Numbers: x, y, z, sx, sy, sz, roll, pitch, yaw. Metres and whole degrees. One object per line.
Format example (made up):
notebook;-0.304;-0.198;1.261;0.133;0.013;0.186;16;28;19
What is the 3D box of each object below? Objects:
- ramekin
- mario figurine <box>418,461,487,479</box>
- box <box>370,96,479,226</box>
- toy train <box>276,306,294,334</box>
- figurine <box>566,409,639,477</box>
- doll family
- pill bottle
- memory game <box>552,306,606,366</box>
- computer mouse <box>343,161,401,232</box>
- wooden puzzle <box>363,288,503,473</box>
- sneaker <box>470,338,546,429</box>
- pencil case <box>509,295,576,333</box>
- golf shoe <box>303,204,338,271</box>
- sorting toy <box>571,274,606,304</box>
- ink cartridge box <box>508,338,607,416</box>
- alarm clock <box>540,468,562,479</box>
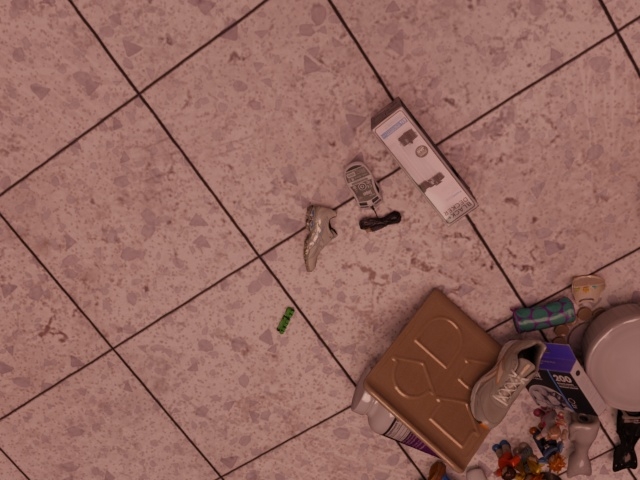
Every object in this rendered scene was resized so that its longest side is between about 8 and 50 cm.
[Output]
ramekin;0.788;0.283;1.771;0.273;0.127;0.272;1;110;3
mario figurine;0.420;0.766;2.003;0.320;0.170;0.198;39;144;1
box;0.238;-0.184;1.631;0.087;0.169;0.290;-38;104;15
toy train;-0.093;0.213;1.872;0.024;0.017;0.083;28;109;4
figurine;0.760;0.546;1.892;0.215;0.092;0.209;-7;114;-3
doll family;0.583;0.567;1.877;0.118;0.163;0.263;37;107;-9
pill bottle;0.251;0.448;1.847;0.323;0.181;0.181;23;109;-4
memory game;0.698;0.257;1.841;0.186;0.012;0.186;1;110;3
computer mouse;0.119;-0.113;1.732;0.106;0.042;0.193;-19;113;15
wooden puzzle;0.308;0.344;1.753;0.322;0.080;0.348;42;62;0
sneaker;0.454;0.333;1.695;0.099;0.121;0.262;37;63;-2
pencil case;0.567;0.190;1.797;0.152;0.064;0.070;-15;70;9
golf shoe;0.000;0.000;1.767;0.086;0.069;0.176;5;111;-4
sorting toy;0.674;0.130;1.784;0.083;0.045;0.075;-7;116;6
ink cartridge box;0.589;0.347;1.792;0.045;0.206;0.208;-41;105;-25
alarm clock;0.642;0.739;1.991;0.129;0.064;0.192;-28;109;12
